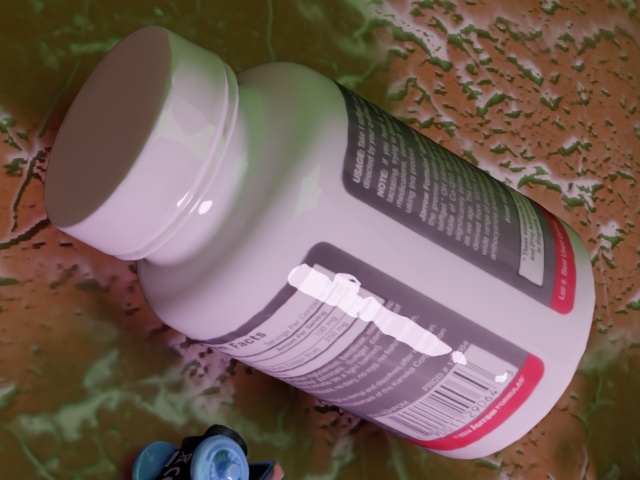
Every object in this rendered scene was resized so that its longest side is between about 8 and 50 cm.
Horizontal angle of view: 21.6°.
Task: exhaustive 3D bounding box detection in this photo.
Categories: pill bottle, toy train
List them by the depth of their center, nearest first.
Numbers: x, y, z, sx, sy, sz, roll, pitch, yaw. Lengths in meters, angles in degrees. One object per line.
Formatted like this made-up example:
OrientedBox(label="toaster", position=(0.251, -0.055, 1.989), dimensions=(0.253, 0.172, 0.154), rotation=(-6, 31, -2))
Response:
OrientedBox(label="toy train", position=(-0.085, 0.191, 0.958), dimensions=(0.105, 0.080, 0.184), rotation=(57, 47, -21))
OrientedBox(label="pill bottle", position=(0.000, 0.000, 1.020), dimensions=(0.318, 0.176, 0.176), rotation=(29, 59, -30))

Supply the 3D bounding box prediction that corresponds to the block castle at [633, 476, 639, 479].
OrientedBox(label="block castle", position=(0.402, 0.340, 1.155), dimensions=(0.213, 0.303, 0.453), rotation=(-22, 89, -40))
